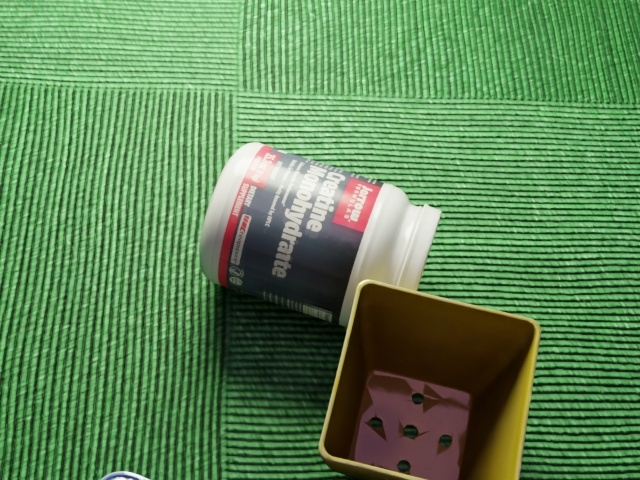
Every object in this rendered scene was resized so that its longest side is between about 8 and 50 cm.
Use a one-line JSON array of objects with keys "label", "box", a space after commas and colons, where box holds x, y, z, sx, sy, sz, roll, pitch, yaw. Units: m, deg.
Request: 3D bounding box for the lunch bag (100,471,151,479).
[{"label": "lunch bag", "box": [-0.180, 0.368, 1.099, 0.218, 0.090, 0.176, 25, 62, 10]}]

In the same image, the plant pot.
[{"label": "plant pot", "box": [0.116, 0.198, 1.162, 0.212, 0.187, 0.212, 14, 64, 3]}]

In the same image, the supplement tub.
[{"label": "supplement tub", "box": [0.000, 0.000, 1.271, 0.272, 0.191, 0.191, 18, 60, 6]}]
